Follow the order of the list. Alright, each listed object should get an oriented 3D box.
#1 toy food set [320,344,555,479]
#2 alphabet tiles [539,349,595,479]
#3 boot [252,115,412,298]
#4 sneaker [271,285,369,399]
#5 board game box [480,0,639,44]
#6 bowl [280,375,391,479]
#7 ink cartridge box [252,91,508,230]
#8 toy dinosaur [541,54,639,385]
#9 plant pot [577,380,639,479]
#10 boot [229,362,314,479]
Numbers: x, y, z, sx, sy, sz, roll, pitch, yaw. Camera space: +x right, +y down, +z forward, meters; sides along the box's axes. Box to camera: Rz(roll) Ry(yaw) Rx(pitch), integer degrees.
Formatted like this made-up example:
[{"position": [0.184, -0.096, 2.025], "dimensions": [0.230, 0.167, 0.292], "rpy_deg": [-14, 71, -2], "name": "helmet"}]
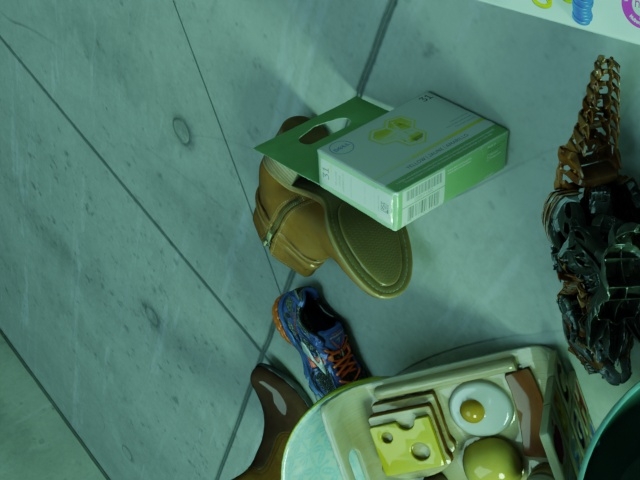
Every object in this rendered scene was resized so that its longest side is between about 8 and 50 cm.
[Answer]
[{"position": [0.168, 0.265, 1.237], "dimensions": [0.306, 0.092, 0.219], "rpy_deg": [-16, 98, 24], "name": "toy food set"}, {"position": [0.292, 0.302, 1.081], "dimensions": [0.011, 0.285, 0.342], "rpy_deg": [-16, 106, 22], "name": "alphabet tiles"}, {"position": [0.000, 0.000, 1.368], "dimensions": [0.283, 0.109, 0.220], "rpy_deg": [51, 148, 17], "name": "boot"}, {"position": [0.010, 0.162, 1.530], "dimensions": [0.221, 0.083, 0.087], "rpy_deg": [52, 144, 8], "name": "sneaker"}, {"position": [0.198, -0.330, 0.812], "dimensions": [0.308, 0.086, 0.301], "rpy_deg": [28, 138, 42], "name": "board game box"}, {"position": [0.103, 0.306, 1.405], "dimensions": [0.290, 0.156, 0.289], "rpy_deg": [3, 103, 12], "name": "bowl"}, {"position": [0.060, -0.110, 1.125], "dimensions": [0.235, 0.171, 0.056], "rpy_deg": [34, 140, 37], "name": "ink cartridge box"}, {"position": [0.261, 0.001, 0.953], "dimensions": [0.322, 0.164, 0.218], "rpy_deg": [57, 179, -28], "name": "toy dinosaur"}, {"position": [0.359, 0.252, 0.901], "dimensions": [0.293, 0.293, 0.235], "rpy_deg": [50, 177, 16], "name": "plant pot"}, {"position": [-0.121, 0.374, 1.704], "dimensions": [0.096, 0.280, 0.264], "rpy_deg": [-17, 102, 59], "name": "boot"}]
